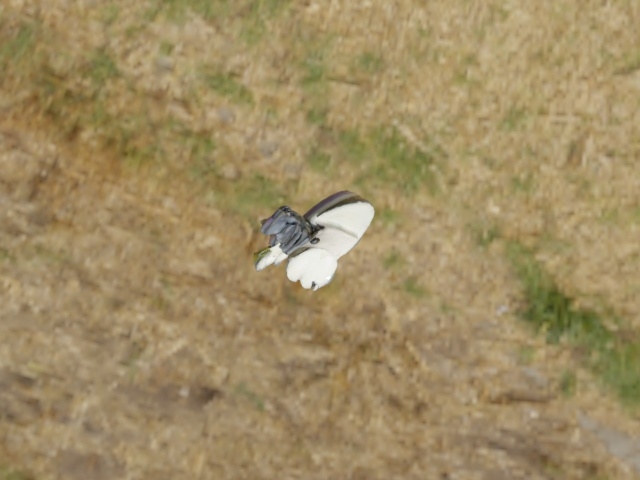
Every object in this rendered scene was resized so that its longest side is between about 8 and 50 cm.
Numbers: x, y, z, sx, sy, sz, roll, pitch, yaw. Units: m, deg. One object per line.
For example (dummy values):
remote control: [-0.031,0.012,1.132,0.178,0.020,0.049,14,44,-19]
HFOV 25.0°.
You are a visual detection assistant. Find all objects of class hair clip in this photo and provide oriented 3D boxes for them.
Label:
hair clip: [0.000,-0.001,1.379,0.116,0.049,0.172,-37,162,16]
